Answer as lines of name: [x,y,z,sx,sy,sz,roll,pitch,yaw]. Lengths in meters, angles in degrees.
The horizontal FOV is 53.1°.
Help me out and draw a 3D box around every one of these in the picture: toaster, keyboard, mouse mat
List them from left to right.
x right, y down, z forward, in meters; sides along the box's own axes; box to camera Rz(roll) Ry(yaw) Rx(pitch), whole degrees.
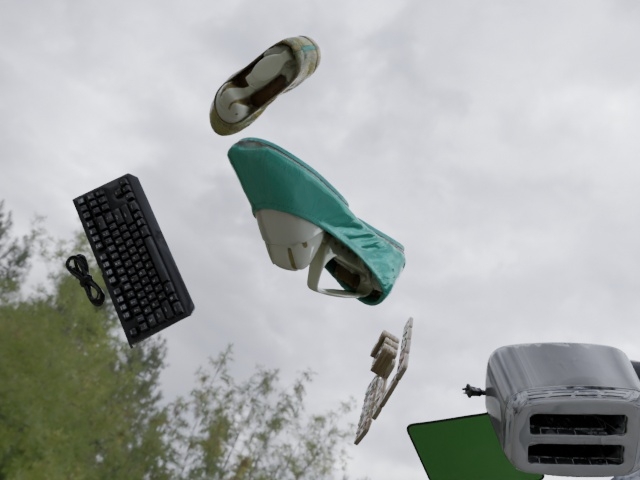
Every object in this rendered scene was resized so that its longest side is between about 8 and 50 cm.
keyboard: [-0.213,0.023,0.676,0.108,0.180,0.023,-28,-20,0]
mouse mat: [0.250,0.343,1.037,0.189,0.007,0.152,-16,-69,22]
toaster: [0.302,0.210,0.811,0.227,0.146,0.129,1,-75,5]

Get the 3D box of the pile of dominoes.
pile of dominoes: [0.105,0.249,1.185,0.040,0.251,0.196,28,-73,3]

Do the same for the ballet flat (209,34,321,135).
ballet flat: [-0.153,-0.346,1.450,0.348,0.123,0.123,-28,-60,30]

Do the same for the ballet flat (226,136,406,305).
ballet flat: [0.000,0.000,0.601,0.083,0.087,0.247,2,-24,42]

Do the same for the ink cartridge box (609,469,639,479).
ink cartridge box: [0.532,0.515,1.096,0.045,0.208,0.206,37,-74,-24]

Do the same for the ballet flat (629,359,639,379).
ballet flat: [0.404,0.199,0.936,0.074,0.074,0.203,29,-9,-7]
